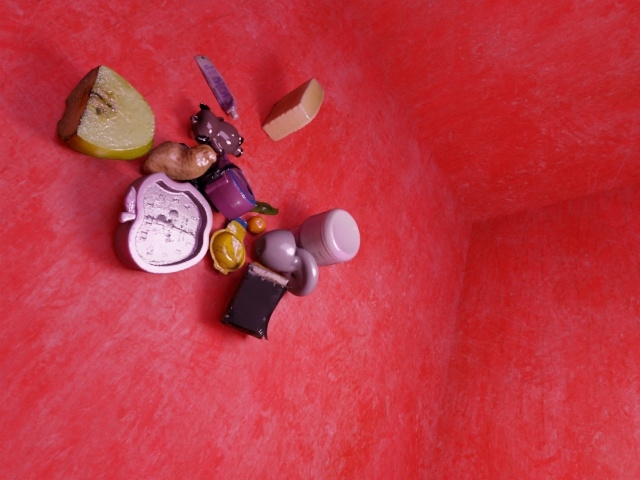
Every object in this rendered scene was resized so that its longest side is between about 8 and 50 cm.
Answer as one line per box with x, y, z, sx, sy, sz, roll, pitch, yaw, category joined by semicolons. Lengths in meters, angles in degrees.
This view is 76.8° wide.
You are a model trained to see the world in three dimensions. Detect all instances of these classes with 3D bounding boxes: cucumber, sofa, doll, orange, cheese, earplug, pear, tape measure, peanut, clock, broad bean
-0.484;-0.218;1.537;0.081;0.072;0.303;-167;-118;-84;cucumber
-0.252;0.231;1.549;0.200;0.182;0.258;27;83;-18;sofa
-0.424;-0.438;1.647;0.257;0.117;0.182;18;61;-46;doll
-0.273;-0.066;1.734;0.083;0.070;0.083;20;61;-40;orange
-0.127;-0.625;1.940;0.124;0.265;0.242;41;50;-33;cheese
-0.142;0.096;1.729;0.325;0.214;0.175;53;43;-11;earplug
-0.672;-0.378;1.309;0.292;0.159;0.292;15;70;-47;pear
-0.362;-0.204;1.574;0.231;0.149;0.245;60;7;-26;tape measure
-0.498;-0.282;1.430;0.122;0.253;0.137;-110;-158;-66;peanut
-0.529;-0.050;1.354;0.338;0.102;0.338;-1;91;-52;clock
-0.356;0.011;1.612;0.177;0.069;0.270;41;46;-34;cheese
-0.287;-0.146;1.767;0.297;0.043;0.060;1;92;-48;broad bean

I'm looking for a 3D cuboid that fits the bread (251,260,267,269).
-0.242;0.164;1.677;0.189;0.077;0.114;47;25;-30;bread

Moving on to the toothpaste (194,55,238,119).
-0.443;-0.668;1.759;0.075;0.048;0.301;-30;95;-22;toothpaste

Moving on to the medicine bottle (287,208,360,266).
0.000;0.000;1.848;0.241;0.302;0.241;20;63;-45;medicine bottle
